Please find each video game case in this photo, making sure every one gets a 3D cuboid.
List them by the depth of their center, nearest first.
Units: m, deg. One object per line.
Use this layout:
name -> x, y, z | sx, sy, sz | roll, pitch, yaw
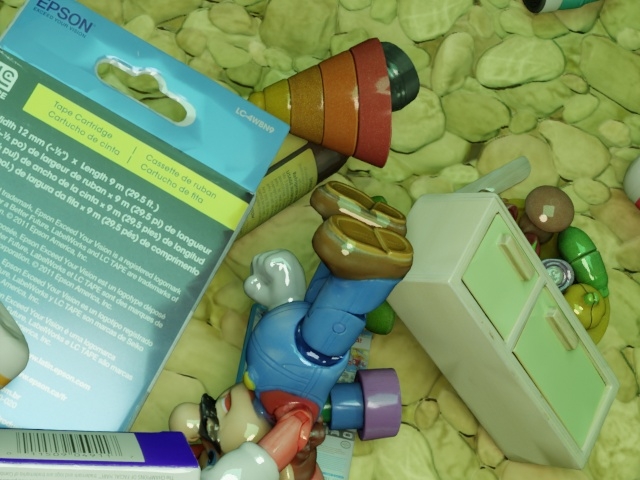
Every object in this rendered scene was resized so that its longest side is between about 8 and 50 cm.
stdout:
video game case -> -0.022, 0.148, 1.312 | 0.119, 0.015, 0.166 | 15, 63, -7

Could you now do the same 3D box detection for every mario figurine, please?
mario figurine -> -0.052, 0.107, 1.161 | 0.170, 0.320, 0.198 | 33, 19, 23

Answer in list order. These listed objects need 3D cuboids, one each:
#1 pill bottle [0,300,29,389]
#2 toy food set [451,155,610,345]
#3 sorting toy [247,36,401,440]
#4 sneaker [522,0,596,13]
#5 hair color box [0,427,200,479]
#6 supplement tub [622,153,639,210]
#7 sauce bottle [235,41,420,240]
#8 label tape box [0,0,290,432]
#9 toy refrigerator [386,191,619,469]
pill bottle -> -0.355, 0.110, 0.979 | 0.278, 0.162, 0.162 | -40, 80, -5
toy food set -> 0.219, 0.009, 1.410 | 0.128, 0.071, 0.217 | -20, 72, -22
sorting toy -> 0.000, 0.000, 1.281 | 0.126, 0.127, 0.365 | -2, 88, -8
sneaker -> 0.301, -0.398, 1.593 | 0.179, 0.124, 0.295 | -4, 74, -12
hair color box -> -0.197, 0.313, 1.047 | 0.185, 0.110, 0.338 | 4, 95, -13
supplement tub -> 0.457, -0.022, 1.421 | 0.191, 0.191, 0.272 | -35, 78, -26
sauce bottle -> -0.048, -0.084, 1.362 | 0.344, 0.111, 0.111 | -33, 77, -27
label tape box -> -0.217, 0.000, 1.170 | 0.249, 0.115, 0.347 | 30, 72, -7
toy refrigerator -> 0.166, 0.084, 1.263 | 0.269, 0.094, 0.102 | 52, 55, -33
